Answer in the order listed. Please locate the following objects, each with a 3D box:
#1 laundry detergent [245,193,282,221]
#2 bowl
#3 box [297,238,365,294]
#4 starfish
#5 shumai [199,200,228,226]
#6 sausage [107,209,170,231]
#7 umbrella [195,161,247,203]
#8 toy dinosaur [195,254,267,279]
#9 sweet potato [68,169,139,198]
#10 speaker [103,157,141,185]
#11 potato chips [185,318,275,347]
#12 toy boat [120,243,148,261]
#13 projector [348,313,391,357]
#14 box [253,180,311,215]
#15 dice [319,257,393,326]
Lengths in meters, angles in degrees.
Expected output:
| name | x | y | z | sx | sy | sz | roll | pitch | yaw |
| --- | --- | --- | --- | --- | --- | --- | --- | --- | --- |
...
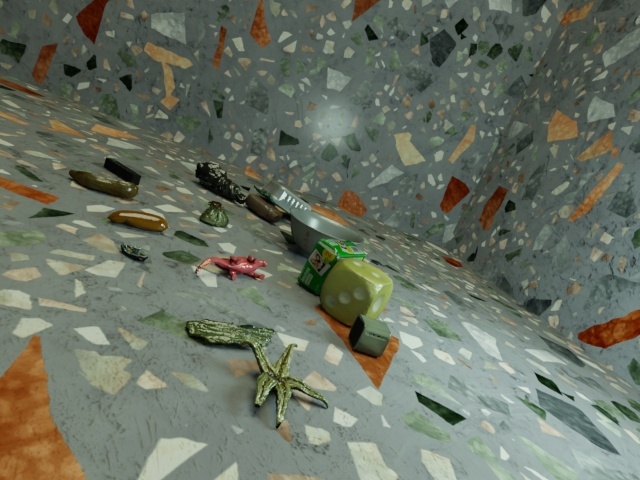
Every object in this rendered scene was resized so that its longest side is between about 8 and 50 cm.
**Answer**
| name | x | y | z | sx | sy | sz | roll | pitch | yaw |
| --- | --- | --- | --- | --- | --- | --- | --- | --- | --- |
| laundry detergent | -0.258 | -0.153 | 2.118 | 0.237 | 0.076 | 0.171 | 34 | 13 | 38 |
| bowl | 0.000 | 0.000 | 1.779 | 0.345 | 0.157 | 0.345 | 22 | 13 | -5 |
| box | 0.046 | 0.089 | 1.465 | 0.103 | 0.180 | 0.250 | 35 | 16 | 27 |
| starfish | -0.074 | 0.271 | 0.814 | 0.216 | 0.050 | 0.223 | 30 | 25 | 0 |
| shumai | -0.412 | -0.110 | 1.654 | 0.098 | 0.087 | 0.123 | 27 | 12 | 22 |
| sausage | -0.558 | -0.063 | 1.293 | 0.183 | 0.054 | 0.062 | 13 | -13 | -31 |
| umbrella | -0.504 | -0.290 | 2.166 | 0.336 | 0.128 | 0.154 | 32 | 30 | 11 |
| toy dinosaur | -0.284 | 0.067 | 1.263 | 0.138 | 0.070 | 0.286 | 21 | 12 | 41 |
| sweet potato | -0.764 | -0.200 | 1.468 | 0.232 | 0.062 | 0.081 | 15 | 0 | -19 |
| speaker | -0.825 | -0.289 | 1.737 | 0.191 | 0.046 | 0.040 | 30 | 14 | 24 |
| potato chips | -0.190 | 0.208 | 0.915 | 0.207 | 0.028 | 0.092 | 16 | 16 | -23 |
| toy boat | -0.485 | 0.028 | 1.094 | 0.083 | 0.038 | 0.038 | 25 | 13 | 11 |
| projector | 0.133 | 0.260 | 1.141 | 0.082 | 0.083 | 0.083 | 21 | 13 | -14 |
| box | -0.178 | -0.213 | 2.251 | 0.336 | 0.106 | 0.264 | 33 | 4 | -37 |
| dice | 0.112 | 0.162 | 1.309 | 0.169 | 0.166 | 0.169 | 30 | 14 | 26 |
